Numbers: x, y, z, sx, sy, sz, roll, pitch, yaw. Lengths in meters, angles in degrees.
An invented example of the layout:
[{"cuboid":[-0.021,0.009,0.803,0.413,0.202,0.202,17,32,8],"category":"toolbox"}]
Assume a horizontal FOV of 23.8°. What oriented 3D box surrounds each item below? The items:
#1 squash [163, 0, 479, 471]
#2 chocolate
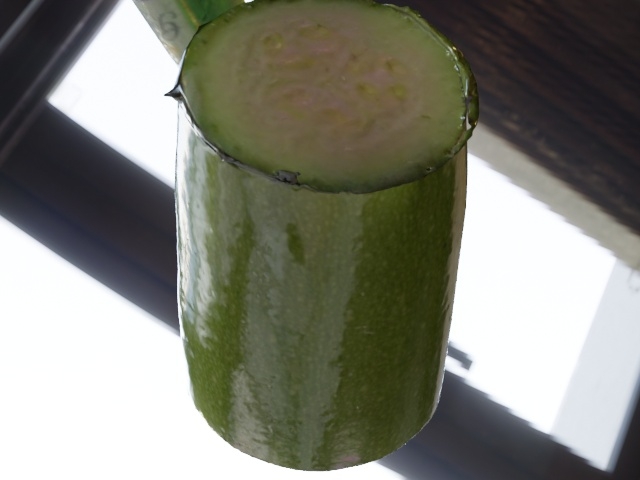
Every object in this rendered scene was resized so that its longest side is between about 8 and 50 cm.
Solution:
[{"cuboid":[0.000,0.000,1.372,0.263,0.263,0.384,18,-43,14],"category":"squash"},{"cuboid":[-0.115,-0.214,1.452,0.110,0.110,0.291,4,-37,30],"category":"chocolate"}]
